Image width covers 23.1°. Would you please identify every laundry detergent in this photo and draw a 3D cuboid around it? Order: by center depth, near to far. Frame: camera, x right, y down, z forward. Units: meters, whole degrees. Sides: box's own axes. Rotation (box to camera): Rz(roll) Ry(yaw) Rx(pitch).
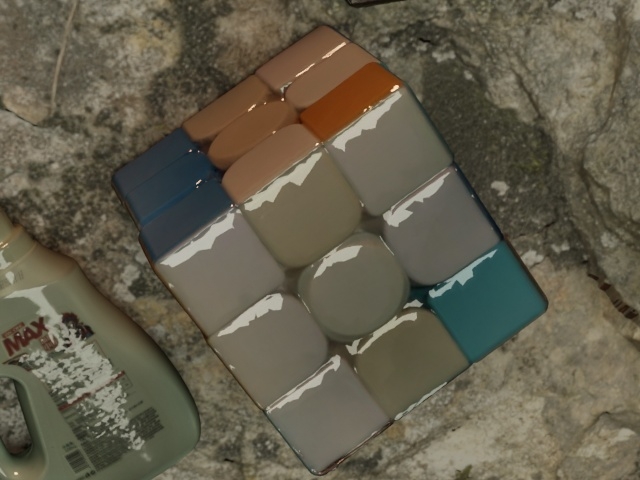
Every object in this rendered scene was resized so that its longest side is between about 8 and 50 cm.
[{"bbox_3d":[-0.342,0.141,1.931,0.264,0.125,0.398,-29,113,-3],"label":"laundry detergent"}]

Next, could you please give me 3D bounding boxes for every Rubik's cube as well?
[{"bbox_3d":[0.000,0.000,1.856,0.347,0.344,0.346,-35,115,-3],"label":"Rubik's cube"}]

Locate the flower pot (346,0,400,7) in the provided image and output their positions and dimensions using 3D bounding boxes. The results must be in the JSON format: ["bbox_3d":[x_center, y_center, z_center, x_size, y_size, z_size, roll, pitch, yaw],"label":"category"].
[{"bbox_3d":[0.090,-0.402,1.880,0.179,0.084,0.251,-10,112,-12],"label":"flower pot"}]
